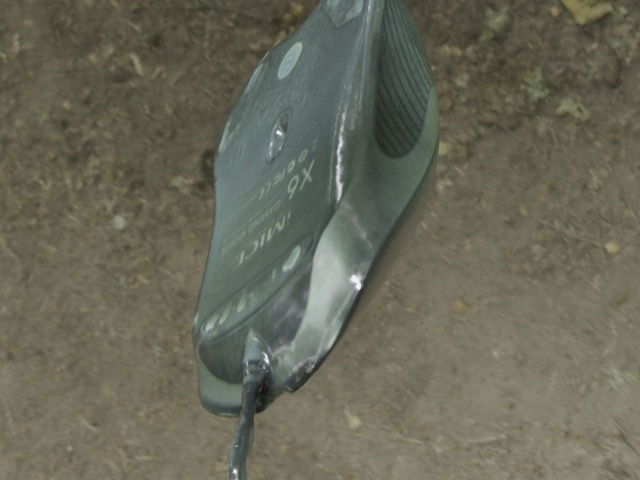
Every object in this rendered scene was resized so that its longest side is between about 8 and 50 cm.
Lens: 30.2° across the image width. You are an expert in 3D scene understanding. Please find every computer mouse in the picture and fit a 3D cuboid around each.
[{"bbox_3d":[0.000,0.000,0.651,0.167,0.090,0.379,-38,31,45],"label":"computer mouse"}]
